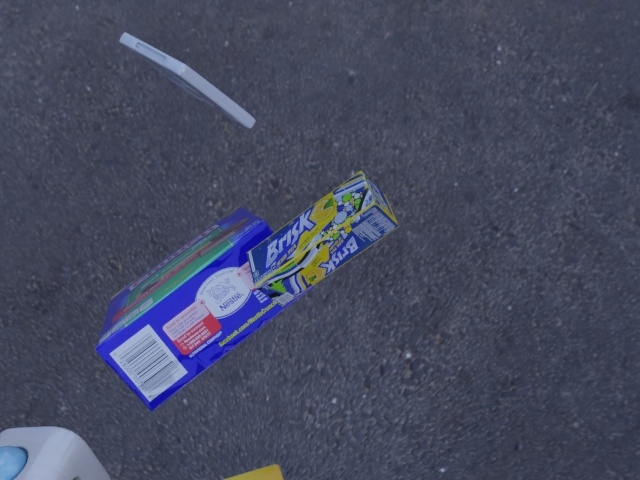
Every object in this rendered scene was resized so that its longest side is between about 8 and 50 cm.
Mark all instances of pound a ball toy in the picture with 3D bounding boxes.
[{"bbox_3d":[-0.395,0.353,0.763,0.208,0.136,0.319,-8,34,21],"label":"pound a ball toy"}]

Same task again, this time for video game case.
[{"bbox_3d":[-0.179,-0.216,0.986,0.143,0.157,0.019,33,91,35],"label":"video game case"}]

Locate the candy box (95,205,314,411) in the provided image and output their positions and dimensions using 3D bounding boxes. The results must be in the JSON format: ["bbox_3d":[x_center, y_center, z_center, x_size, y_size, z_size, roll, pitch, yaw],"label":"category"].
[{"bbox_3d":[-0.173,0.076,1.055,0.268,0.317,0.122,-37,101,-6],"label":"candy box"}]

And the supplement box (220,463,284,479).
[{"bbox_3d":[-0.133,0.447,0.882,0.195,0.356,0.194,-11,57,-20],"label":"supplement box"}]

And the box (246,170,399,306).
[{"bbox_3d":[0.000,0.000,0.814,0.169,0.054,0.059,-35,44,16],"label":"box"}]
